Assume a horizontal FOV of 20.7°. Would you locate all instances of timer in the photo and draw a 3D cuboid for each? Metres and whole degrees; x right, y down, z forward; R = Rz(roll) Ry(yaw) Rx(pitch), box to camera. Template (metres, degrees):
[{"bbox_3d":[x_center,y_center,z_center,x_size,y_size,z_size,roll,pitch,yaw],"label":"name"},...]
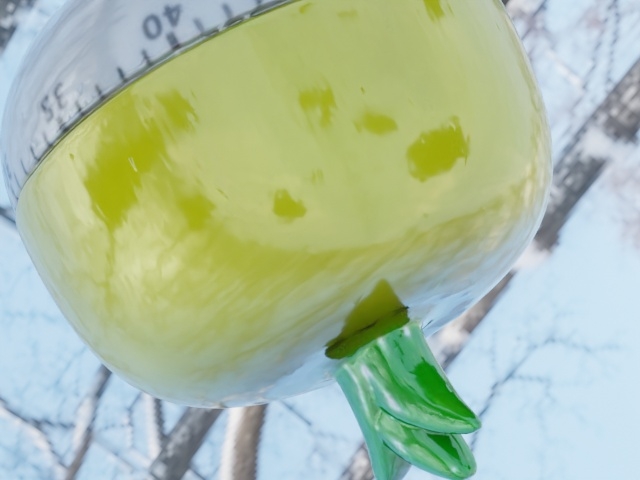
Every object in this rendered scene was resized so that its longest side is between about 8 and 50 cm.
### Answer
[{"bbox_3d":[0.000,0.000,0.841,0.285,0.285,0.285,22,-142,-19],"label":"timer"}]
